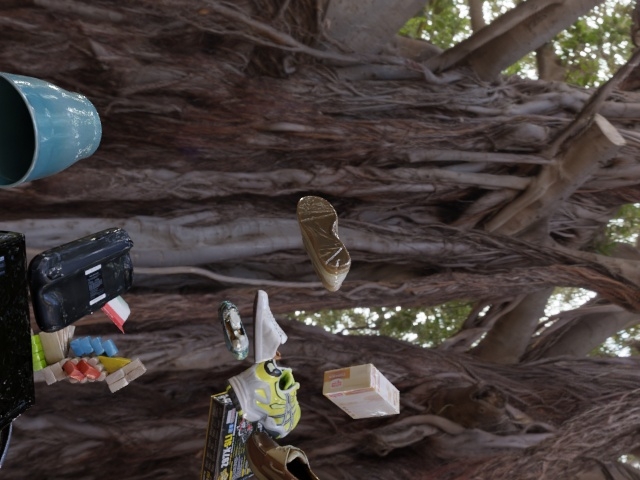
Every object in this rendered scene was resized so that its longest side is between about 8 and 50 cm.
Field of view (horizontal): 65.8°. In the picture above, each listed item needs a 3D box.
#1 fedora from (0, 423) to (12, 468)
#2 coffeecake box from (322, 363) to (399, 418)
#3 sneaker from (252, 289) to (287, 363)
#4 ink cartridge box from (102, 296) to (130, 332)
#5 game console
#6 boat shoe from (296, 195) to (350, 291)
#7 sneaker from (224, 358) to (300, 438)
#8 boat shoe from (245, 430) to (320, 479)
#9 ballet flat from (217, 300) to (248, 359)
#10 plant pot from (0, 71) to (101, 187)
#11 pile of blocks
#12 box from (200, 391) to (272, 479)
[{"bbox_3d":[-0.736,0.351,0.865,0.152,0.334,0.333,83,-13,-62],"label":"fedora"},{"bbox_3d":[0.114,0.415,1.348,0.143,0.185,0.068,-17,-135,25],"label":"coffeecake box"},{"bbox_3d":[-0.186,0.312,1.816,0.106,0.123,0.289,-120,-151,-67],"label":"sneaker"},{"bbox_3d":[-0.730,0.207,1.710,0.225,0.056,0.181,19,-34,58],"label":"ink cartridge box"},{"bbox_3d":[-0.338,0.081,0.612,0.044,0.361,0.213,9,-75,9],"label":"game console"},{"bbox_3d":[0.000,0.000,1.307,0.098,0.109,0.302,101,-23,-43],"label":"boat shoe"},{"bbox_3d":[-0.113,0.434,1.352,0.147,0.384,0.145,-34,-120,-2],"label":"sneaker"},{"bbox_3d":[-0.080,0.600,1.294,0.324,0.123,0.119,30,-83,48],"label":"boat shoe"},{"bbox_3d":[-0.249,0.267,1.445,0.070,0.070,0.188,-5,-71,54],"label":"ballet flat"},{"bbox_3d":[-0.718,-0.284,1.258,0.272,0.255,0.271,5,-75,19],"label":"plant pot"},{"bbox_3d":[-0.617,0.287,1.215,0.113,0.363,0.148,158,-61,-73],"label":"pile of blocks"},{"bbox_3d":[-0.274,0.665,1.695,0.079,0.257,0.321,15,-81,39],"label":"box"}]
